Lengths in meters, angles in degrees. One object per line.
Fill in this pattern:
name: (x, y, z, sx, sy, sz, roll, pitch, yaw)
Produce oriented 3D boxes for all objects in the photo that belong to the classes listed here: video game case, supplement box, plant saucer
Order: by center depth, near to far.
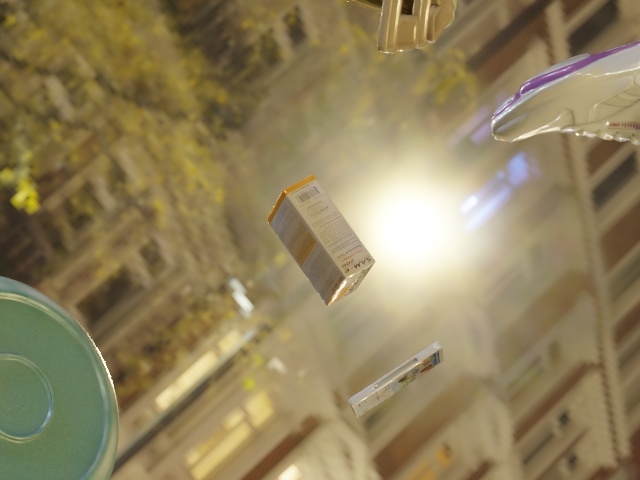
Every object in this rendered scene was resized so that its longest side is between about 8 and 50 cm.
supplement box: (0.000, 0.000, 1.581, 0.098, 0.036, 0.062, 55, -28, 12)
plant saucer: (-0.349, 0.178, 1.996, 0.044, 0.317, 0.317, -31, -78, 42)
video game case: (0.088, 0.160, 2.053, 0.011, 0.122, 0.087, 56, -4, 15)

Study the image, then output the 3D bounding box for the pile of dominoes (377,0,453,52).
pile of dominoes: (0.083, -0.289, 1.539, 0.040, 0.251, 0.196, 11, 10, 18)

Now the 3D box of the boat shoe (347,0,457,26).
boat shoe: (0.040, -0.344, 2.188, 0.285, 0.089, 0.104, 21, -62, -6)

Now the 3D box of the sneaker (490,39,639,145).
sneaker: (0.342, -0.146, 2.000, 0.114, 0.305, 0.152, -45, 117, -72)
